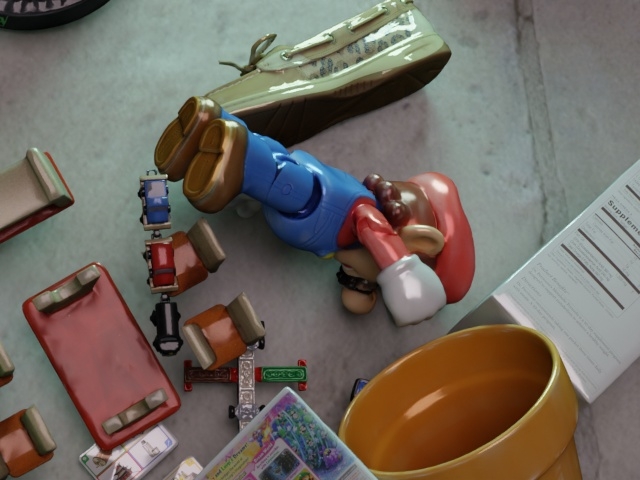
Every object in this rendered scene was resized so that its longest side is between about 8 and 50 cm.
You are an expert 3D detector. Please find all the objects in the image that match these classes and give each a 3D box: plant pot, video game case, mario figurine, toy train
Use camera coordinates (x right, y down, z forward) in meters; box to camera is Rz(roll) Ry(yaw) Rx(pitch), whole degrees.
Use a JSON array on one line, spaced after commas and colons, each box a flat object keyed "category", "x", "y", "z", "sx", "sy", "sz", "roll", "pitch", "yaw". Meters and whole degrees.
[{"category": "plant pot", "x": 0.145, "y": 0.208, "z": 1.520, "sx": 0.205, "sy": 0.205, "sz": 0.188, "roll": -38, "pitch": 116, "yaw": -23}, {"category": "video game case", "x": -0.035, "y": 0.223, "z": 1.434, "sx": 0.157, "sy": 0.019, "sz": 0.143, "roll": -45, "pitch": 65, "yaw": -1}, {"category": "mario figurine", "x": 0.000, "y": 0.000, "z": 1.578, "sx": 0.320, "sy": 0.170, "sz": 0.198, "roll": 24, "pitch": 45, "yaw": -29}, {"category": "toy train", "x": -0.133, "y": 0.018, "z": 1.454, "sx": 0.027, "sy": 0.036, "sz": 0.158, "roll": -5, "pitch": 83, "yaw": -8}]

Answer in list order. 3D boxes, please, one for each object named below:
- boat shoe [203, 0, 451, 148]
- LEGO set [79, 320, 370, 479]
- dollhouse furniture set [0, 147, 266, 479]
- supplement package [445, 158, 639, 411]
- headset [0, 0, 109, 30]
[{"category": "boat shoe", "x": -0.010, "y": -0.158, "z": 1.676, "sx": 0.285, "sy": 0.104, "sz": 0.089, "roll": -21, "pitch": 72, "yaw": -31}, {"category": "LEGO set", "x": -0.067, "y": 0.181, "z": 1.572, "sx": 0.244, "sy": 0.060, "sz": 0.182, "roll": -43, "pitch": 87, "yaw": -13}, {"category": "dollhouse furniture set", "x": -0.218, "y": 0.054, "z": 1.527, "sx": 0.262, "sy": 0.135, "sz": 0.259, "roll": -28, "pitch": 86, "yaw": -10}, {"category": "supplement package", "x": 0.261, "y": 0.048, "z": 1.644, "sx": 0.244, "sy": 0.139, "sz": 0.134, "roll": -40, "pitch": 84, "yaw": -24}, {"category": "headset", "x": -0.234, "y": -0.377, "z": 1.693, "sx": 0.243, "sy": 0.185, "sz": 0.394, "roll": 37, "pitch": 81, "yaw": 4}]
